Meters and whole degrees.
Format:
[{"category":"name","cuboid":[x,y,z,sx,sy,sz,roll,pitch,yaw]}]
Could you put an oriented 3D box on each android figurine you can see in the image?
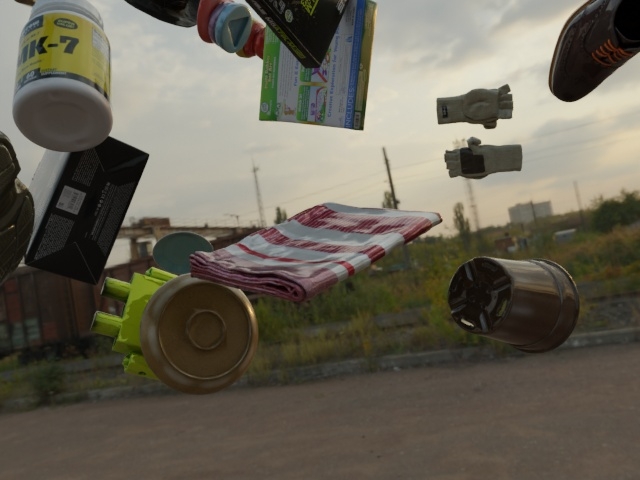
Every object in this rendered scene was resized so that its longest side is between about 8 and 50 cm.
[{"category":"android figurine","cuboid":[-0.321,0.167,1.194,0.273,0.248,0.056,19,-45,-24]}]

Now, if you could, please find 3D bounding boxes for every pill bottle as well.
[{"category":"pill bottle","cuboid":[-0.345,-0.232,0.787,0.119,0.208,0.119,-11,-34,-7]}]

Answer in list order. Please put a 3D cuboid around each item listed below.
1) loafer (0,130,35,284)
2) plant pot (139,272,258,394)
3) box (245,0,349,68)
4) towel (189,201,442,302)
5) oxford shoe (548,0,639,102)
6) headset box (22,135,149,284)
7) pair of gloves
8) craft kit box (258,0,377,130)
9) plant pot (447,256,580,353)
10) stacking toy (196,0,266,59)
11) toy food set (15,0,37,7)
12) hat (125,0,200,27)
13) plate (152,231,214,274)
[{"category":"loafer","cuboid":[-0.333,-0.037,0.544,0.084,0.096,0.267,31,-34,-6]},{"category":"plant pot","cuboid":[-0.222,0.173,1.111,0.236,0.236,0.032,-8,-10,-31]},{"category":"box","cuboid":[-0.030,-0.435,1.016,0.045,0.190,0.184,9,-20,42]},{"category":"towel","cuboid":[0.000,0.000,0.868,0.237,0.037,0.329,8,23,41]},{"category":"oxford shoe","cuboid":[0.378,-0.270,0.763,0.097,0.098,0.271,21,-31,3]},{"category":"headset box","cuboid":[-0.410,-0.068,0.958,0.110,0.218,0.293,24,-6,-33]},{"category":"pair of gloves","cuboid":[0.423,-0.283,1.552,0.204,0.240,0.042,-9,13,21]},{"category":"craft kit box","cuboid":[-0.012,-0.360,1.195,0.247,0.249,0.061,14,14,31]},{"category":"plant pot","cuboid":[0.312,0.099,0.968,0.165,0.166,0.167,14,-19,-38]},{"category":"stacking toy","cuboid":[-0.184,-0.640,1.613,0.130,0.279,0.309,28,18,19]},{"category":"toy food set","cuboid":[-0.562,-0.518,1.064,0.111,0.232,0.104,-24,18,-2]},{"category":"hat","cuboid":[-0.519,-0.877,1.944,0.331,0.331,0.134,-6,-20,-44]},{"category":"plate","cuboid":[-0.431,0.036,1.828,0.188,0.024,0.188,-6,-46,-6]}]
